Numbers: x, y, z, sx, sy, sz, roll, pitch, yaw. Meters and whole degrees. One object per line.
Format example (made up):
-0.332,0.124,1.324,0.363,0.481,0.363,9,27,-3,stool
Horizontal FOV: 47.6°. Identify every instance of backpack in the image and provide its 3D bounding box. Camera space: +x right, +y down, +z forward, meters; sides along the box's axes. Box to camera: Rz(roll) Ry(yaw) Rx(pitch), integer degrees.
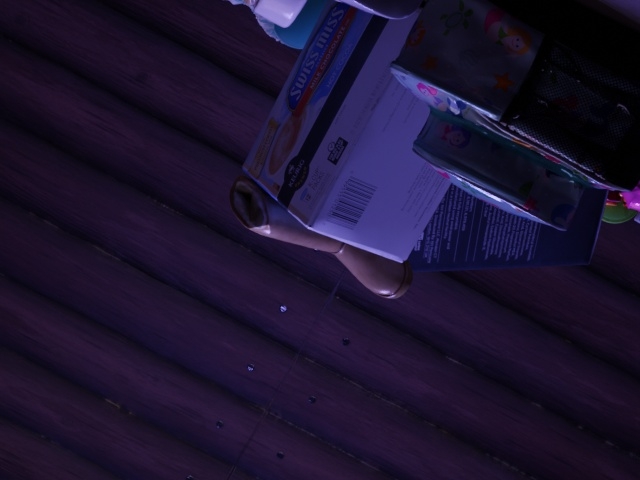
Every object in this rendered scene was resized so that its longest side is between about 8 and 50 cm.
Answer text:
0.189,-0.132,0.709,0.253,0.191,0.225,35,-167,7,backpack

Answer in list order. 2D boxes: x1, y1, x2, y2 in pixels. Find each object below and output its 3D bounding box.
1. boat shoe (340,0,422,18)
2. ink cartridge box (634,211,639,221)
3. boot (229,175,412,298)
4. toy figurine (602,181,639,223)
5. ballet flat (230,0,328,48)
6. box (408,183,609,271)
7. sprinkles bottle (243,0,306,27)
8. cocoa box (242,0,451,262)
-0.015,-0.295,0.732,0.258,0.095,0.084,24,-172,-29,boat shoe
0.790,-0.062,1.669,0.089,0.092,0.143,32,-169,12,ink cartridge box
0.000,0.000,1.231,0.269,0.089,0.236,18,-163,-44,boot
0.666,-0.093,1.496,0.173,0.130,0.159,6,-176,-5,toy figurine
-0.072,-0.415,1.128,0.147,0.147,0.409,31,-172,12,ballet flat
0.304,-0.101,1.428,0.395,0.212,0.293,-2,-154,-11,box
-0.165,-0.388,0.851,0.355,0.121,0.121,26,-169,-14,sprinkles bottle
0.082,-0.185,1.140,0.231,0.347,0.228,18,-164,-42,cocoa box
